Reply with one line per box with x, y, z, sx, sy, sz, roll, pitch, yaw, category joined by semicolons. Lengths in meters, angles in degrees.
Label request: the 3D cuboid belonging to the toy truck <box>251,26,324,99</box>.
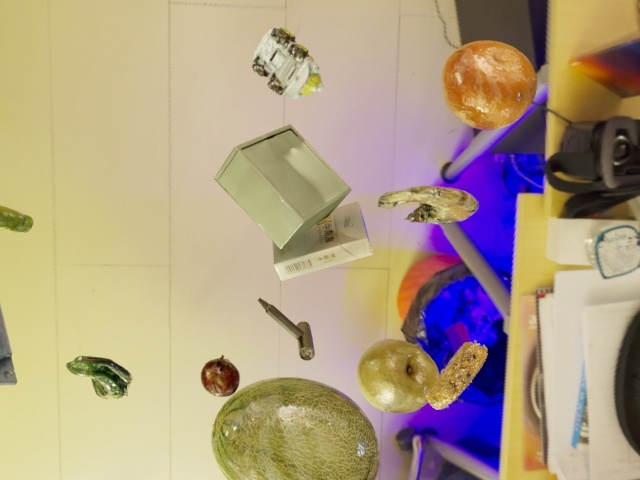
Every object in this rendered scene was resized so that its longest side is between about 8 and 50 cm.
-0.040;-0.248;0.889;0.076;0.076;0.111;-51;63;22;toy truck

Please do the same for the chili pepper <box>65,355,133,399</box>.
-0.310;0.199;0.894;0.073;0.182;0.050;35;67;4;chili pepper

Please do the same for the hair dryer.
-0.098;0.235;1.717;0.194;0.173;0.050;39;97;-16;hair dryer

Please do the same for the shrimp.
0.238;-0.086;1.504;0.233;0.365;0.071;9;85;-11;shrimp

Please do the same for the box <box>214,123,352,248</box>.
-0.085;-0.127;1.438;0.225;0.225;0.117;47;128;6;box

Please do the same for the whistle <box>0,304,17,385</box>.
-0.608;0.142;1.126;0.062;0.304;0.062;-21;140;-19;whistle

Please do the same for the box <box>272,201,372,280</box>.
0.000;0.000;1.571;0.242;0.155;0.067;-17;132;5;box

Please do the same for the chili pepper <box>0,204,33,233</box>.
-0.571;-0.041;1.031;0.050;0.201;0.052;23;97;27;chili pepper

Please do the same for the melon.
-0.018;0.214;0.639;0.192;0.139;0.139;24;95;-19;melon

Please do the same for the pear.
0.199;0.371;1.684;0.228;0.211;0.189;24;57;-18;pear

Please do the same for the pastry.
0.245;0.241;1.110;0.056;0.140;0.080;43;136;15;pastry

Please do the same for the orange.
0.384;-0.357;1.433;0.223;0.170;0.224;8;53;-11;orange

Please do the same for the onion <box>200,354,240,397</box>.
-0.276;0.386;1.731;0.117;0.118;0.119;9;99;-50;onion
